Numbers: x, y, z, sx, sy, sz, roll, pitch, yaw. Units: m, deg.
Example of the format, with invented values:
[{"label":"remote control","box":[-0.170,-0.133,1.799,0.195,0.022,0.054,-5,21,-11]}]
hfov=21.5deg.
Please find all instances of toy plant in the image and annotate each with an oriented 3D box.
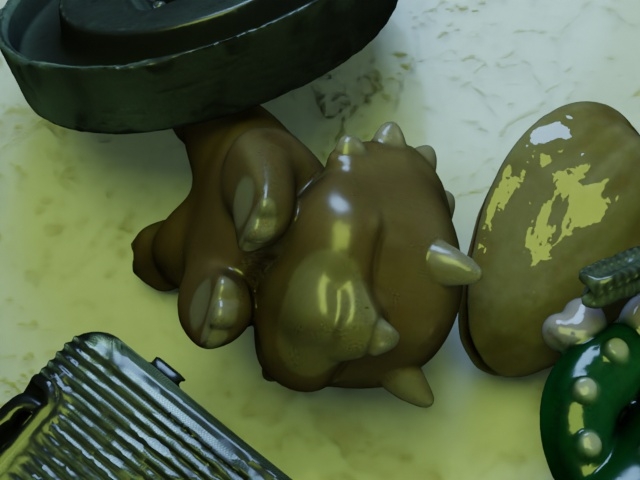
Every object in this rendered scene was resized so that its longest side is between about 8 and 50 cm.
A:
[{"label":"toy plant","box":[0.238,0.139,0.981,0.243,0.112,0.232,-1,70,-9]}]

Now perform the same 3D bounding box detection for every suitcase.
[{"label":"suitcase","box":[-0.084,0.211,0.995,0.312,0.128,0.202,36,76,22]}]

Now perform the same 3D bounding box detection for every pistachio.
[{"label":"pistachio","box":[0.152,0.003,1.062,0.108,0.126,0.185,17,83,60]}]

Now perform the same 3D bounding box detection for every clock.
[{"label":"clock","box":[-0.080,-0.163,1.134,0.281,0.055,0.280,-13,31,8]}]

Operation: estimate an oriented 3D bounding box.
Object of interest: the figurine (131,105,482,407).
[{"label":"figurine","box":[0.000,0.005,1.064,0.173,0.247,0.177,13,92,-23]}]

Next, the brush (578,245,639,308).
[{"label":"brush","box":[0.286,-0.023,1.044,0.323,0.051,0.070,-21,41,-24]}]
